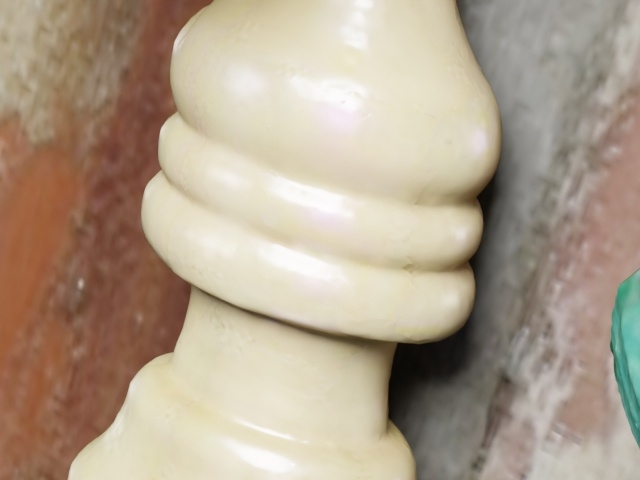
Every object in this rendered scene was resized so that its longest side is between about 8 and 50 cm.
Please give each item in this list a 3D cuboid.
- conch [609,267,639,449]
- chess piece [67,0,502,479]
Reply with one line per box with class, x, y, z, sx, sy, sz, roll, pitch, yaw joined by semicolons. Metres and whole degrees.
conch;0.190;0.036;0.534;0.196;0.134;0.202;11;131;-8
chess piece;0.000;0.000;0.681;0.139;0.124;0.307;38;121;55
